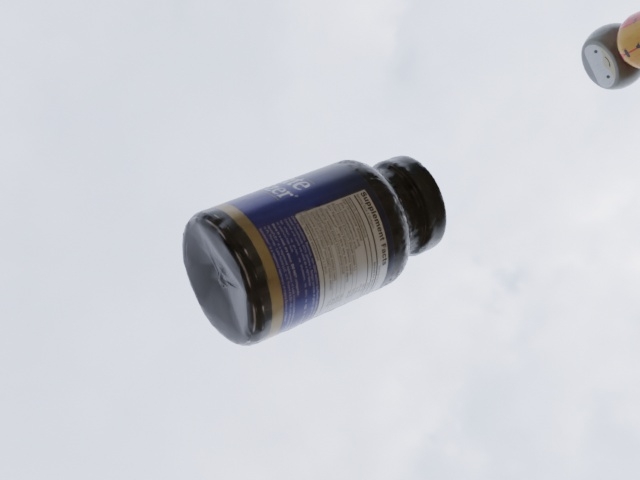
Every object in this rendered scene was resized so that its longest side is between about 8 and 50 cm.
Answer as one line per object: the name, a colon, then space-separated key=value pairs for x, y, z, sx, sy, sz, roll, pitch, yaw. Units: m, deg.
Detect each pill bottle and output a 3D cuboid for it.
pill bottle: x=0.000 y=0.000 z=0.894 sx=0.219 sy=0.123 sz=0.123 roll=-22 pitch=-86 yaw=-30

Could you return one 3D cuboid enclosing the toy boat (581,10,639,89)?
toy boat: x=0.332 y=-0.314 z=1.010 sx=0.267 sy=0.148 sz=0.318 roll=14 pitch=-101 yaw=-14
